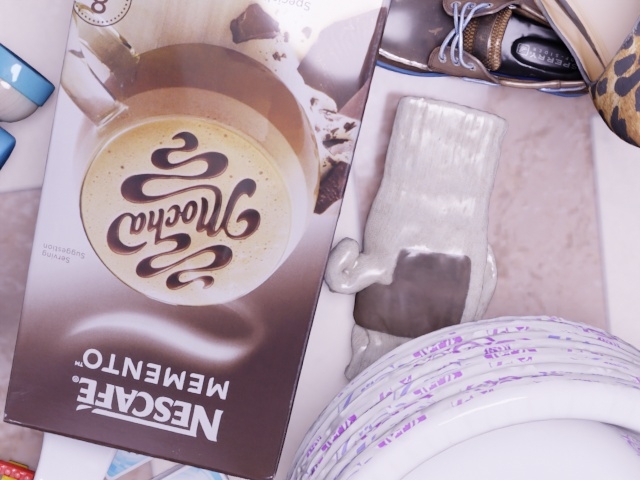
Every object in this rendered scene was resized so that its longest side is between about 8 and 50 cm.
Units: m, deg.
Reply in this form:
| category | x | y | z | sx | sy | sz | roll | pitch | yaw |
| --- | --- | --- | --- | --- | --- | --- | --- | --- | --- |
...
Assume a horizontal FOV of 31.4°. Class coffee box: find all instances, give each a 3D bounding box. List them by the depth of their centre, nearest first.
| category | x | y | z | sx | sy | sz | roll | pitch | yaw |
| --- | --- | --- | --- | --- | --- | --- | --- | --- | --- |
| coffee box | -0.070 | -0.028 | 0.675 | 0.168 | 0.119 | 0.297 | 12 | 104 | -1 |

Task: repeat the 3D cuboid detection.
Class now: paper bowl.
| category | x | y | z | sx | sy | sz | roll | pitch | yaw |
| --- | --- | --- | --- | --- | --- | --- | --- | --- | --- |
| paper bowl | 0.115 | 0.179 | 0.724 | 0.284 | 0.148 | 0.284 | -3 | 115 | -6 |

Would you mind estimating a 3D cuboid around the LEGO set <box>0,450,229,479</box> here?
| category | x | y | z | sx | sy | sz | roll | pitch | yaw |
| --- | --- | --- | --- | --- | --- | --- | --- | --- | --- |
| LEGO set | -0.170 | 0.226 | 0.786 | 0.244 | 0.060 | 0.183 | -28 | 96 | 3 |

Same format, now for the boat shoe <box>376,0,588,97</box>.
| category | x | y | z | sx | sy | sz | roll | pitch | yaw |
| --- | --- | --- | --- | --- | --- | --- | --- | --- | --- |
| boat shoe | 0.102 | -0.134 | 0.732 | 0.183 | 0.066 | 0.066 | 7 | 99 | -4 |

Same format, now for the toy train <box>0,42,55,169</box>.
| category | x | y | z | sx | sy | sz | roll | pitch | yaw |
| --- | --- | --- | --- | --- | --- | --- | --- | --- | --- |
| toy train | -0.300 | -0.110 | 0.706 | 0.248 | 0.105 | 0.143 | 37 | 85 | -7 |

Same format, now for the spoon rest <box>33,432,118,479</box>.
| category | x | y | z | sx | sy | sz | roll | pitch | yaw |
| --- | --- | --- | --- | --- | --- | --- | --- | --- | --- |
| spoon rest | -0.206 | 0.237 | 0.730 | 0.137 | 0.084 | 0.276 | 23 | 101 | -13 |

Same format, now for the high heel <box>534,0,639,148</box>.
| category | x | y | z | sx | sy | sz | roll | pitch | yaw |
| --- | --- | --- | --- | --- | --- | --- | --- | --- | --- |
| high heel | 0.130 | -0.153 | 0.651 | 0.186 | 0.261 | 0.093 | 26 | 129 | -9 |

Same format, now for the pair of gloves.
| category | x | y | z | sx | sy | sz | roll | pitch | yaw |
| --- | --- | --- | --- | --- | --- | --- | --- | --- | --- |
| pair of gloves | 0.000 | 0.000 | 0.763 | 0.240 | 0.042 | 0.204 | 4 | 104 | 2 |
